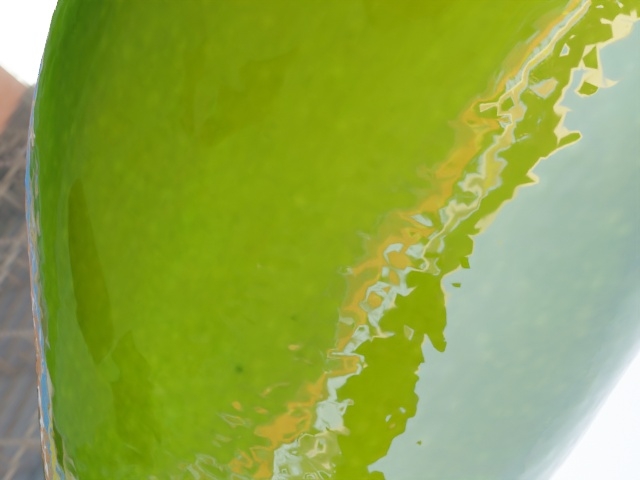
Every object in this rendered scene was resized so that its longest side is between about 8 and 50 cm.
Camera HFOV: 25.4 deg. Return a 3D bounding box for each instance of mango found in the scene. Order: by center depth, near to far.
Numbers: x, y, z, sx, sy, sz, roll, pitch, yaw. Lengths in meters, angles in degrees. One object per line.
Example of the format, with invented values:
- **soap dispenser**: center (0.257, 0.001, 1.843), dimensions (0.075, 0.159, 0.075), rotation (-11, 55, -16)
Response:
- **mango**: center (0.000, 0.000, 0.422), dimensions (0.343, 0.192, 0.156), rotation (-65, 169, 22)
